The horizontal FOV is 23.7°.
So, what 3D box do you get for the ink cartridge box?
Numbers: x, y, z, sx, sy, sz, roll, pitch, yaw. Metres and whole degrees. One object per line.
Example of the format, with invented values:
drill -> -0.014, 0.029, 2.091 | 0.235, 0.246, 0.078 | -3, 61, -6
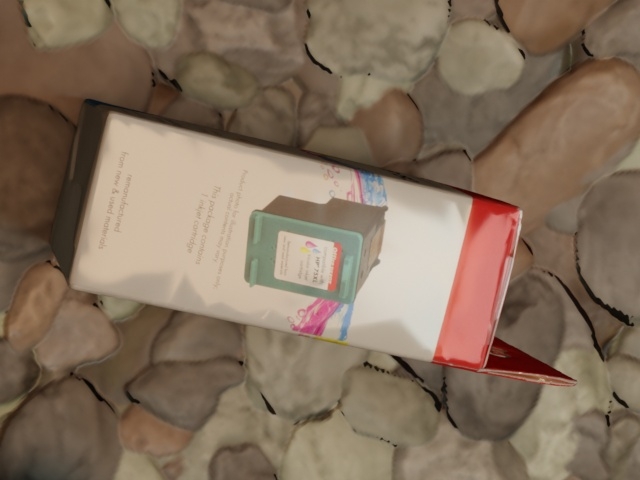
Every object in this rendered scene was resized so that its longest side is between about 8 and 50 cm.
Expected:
ink cartridge box -> 0.000, 0.000, 0.701 | 0.231, 0.134, 0.078 | 13, 94, -15
